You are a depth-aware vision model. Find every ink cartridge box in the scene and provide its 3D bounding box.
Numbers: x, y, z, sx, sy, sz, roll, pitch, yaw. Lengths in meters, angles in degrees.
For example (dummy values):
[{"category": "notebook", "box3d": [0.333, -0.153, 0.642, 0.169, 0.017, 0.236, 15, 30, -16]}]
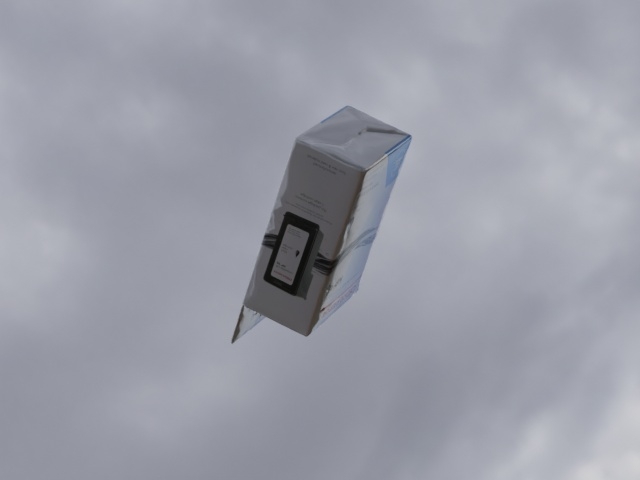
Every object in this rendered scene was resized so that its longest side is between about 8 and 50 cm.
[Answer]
[{"category": "ink cartridge box", "box3d": [0.000, 0.000, 0.632, 0.048, 0.028, 0.083, -38, -30, -59]}]
